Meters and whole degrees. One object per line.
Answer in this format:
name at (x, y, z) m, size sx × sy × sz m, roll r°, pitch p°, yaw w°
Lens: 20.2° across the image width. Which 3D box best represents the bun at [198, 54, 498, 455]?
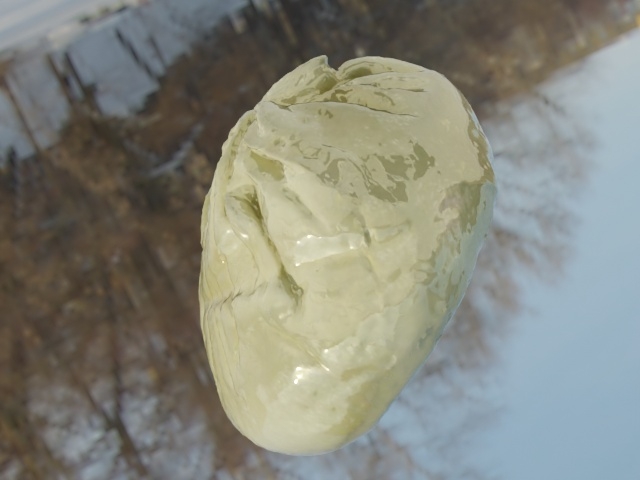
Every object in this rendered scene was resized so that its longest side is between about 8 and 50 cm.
bun at (0.000, 0.000, 0.977) m, size 0.229 × 0.145 × 0.229 m, roll -57°, pitch -172°, yaw 12°
